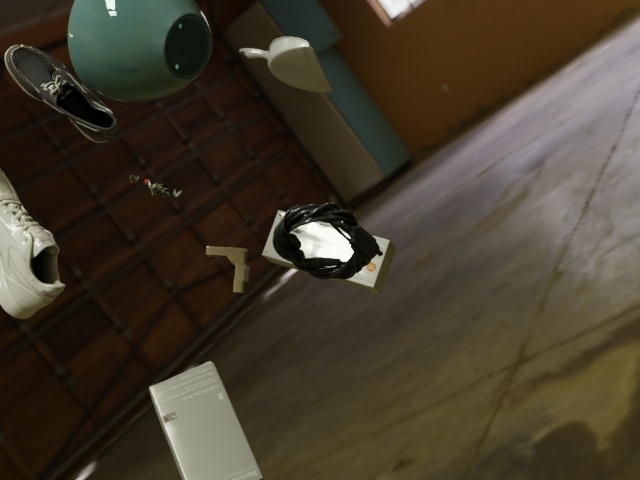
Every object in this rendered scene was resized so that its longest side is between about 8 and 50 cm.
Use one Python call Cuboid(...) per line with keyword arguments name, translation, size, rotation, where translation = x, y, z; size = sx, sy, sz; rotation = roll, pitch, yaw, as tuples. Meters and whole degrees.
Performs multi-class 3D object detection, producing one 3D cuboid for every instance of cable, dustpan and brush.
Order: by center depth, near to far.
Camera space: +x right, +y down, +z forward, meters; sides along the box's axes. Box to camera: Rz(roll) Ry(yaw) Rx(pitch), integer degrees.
Cuboid(name="cable", translation=(0.000, 0.000, 1.514), size=(0.150, 0.184, 0.047), rotation=(-21, 48, 36))
Cuboid(name="dustpan and brush", translation=(-0.080, -0.368, 1.951), size=(0.211, 0.147, 0.060), rotation=(5, 61, 24))

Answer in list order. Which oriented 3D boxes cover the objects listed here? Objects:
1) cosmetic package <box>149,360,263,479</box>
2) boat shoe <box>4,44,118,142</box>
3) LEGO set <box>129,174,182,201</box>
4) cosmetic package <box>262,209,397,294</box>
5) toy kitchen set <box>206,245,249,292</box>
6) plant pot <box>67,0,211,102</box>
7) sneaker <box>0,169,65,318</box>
Cuboid(name="cosmetic package", translation=(-0.195, 0.346, 1.638), size=(0.127, 0.238, 0.107), rotation=(-22, -34, -15))
Cuboid(name="boat shoe", translation=(-0.399, -0.236, 1.494), size=(0.075, 0.206, 0.065), rotation=(-54, 17, -19))
Cuboid(name="LEGO set", translation=(-0.252, -0.078, 1.456), size=(0.054, 0.083, 0.023), rotation=(17, -90, -64))
Cuboid(name="cosmetic package", translation=(0.015, 0.021, 1.827), size=(0.060, 0.239, 0.099), rotation=(39, -112, -66))
Cuboid(name="toy kitchen set", translation=(-0.176, 0.056, 1.811), size=(0.075, 0.083, 0.068), rotation=(4, -4, 4))
Cuboid(name="plant pot", translation=(-0.337, -0.411, 1.953), size=(0.195, 0.290, 0.290), rotation=(18, 43, 34))
Cuboid(name="sneaker", translation=(-0.561, -0.014, 1.798), size=(0.152, 0.305, 0.114), rotation=(-25, -7, 28))
